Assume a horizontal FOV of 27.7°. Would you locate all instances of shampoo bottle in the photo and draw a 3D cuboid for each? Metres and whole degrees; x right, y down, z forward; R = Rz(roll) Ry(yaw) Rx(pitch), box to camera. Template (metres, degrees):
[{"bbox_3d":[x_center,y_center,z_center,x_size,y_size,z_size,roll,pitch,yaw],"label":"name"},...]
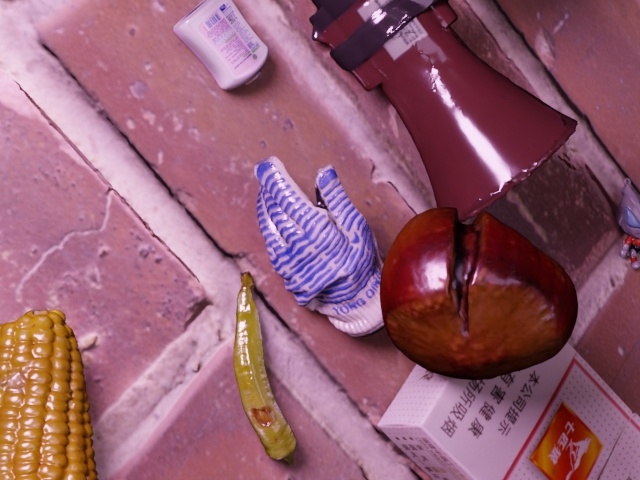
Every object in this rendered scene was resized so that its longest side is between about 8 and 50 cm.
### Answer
[{"bbox_3d":[-0.099,-0.206,1.364,0.099,0.043,0.072,51,61,-16],"label":"shampoo bottle"}]

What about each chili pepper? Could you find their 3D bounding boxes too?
[{"bbox_3d":[-0.065,0.136,1.334,0.049,0.043,0.208,-13,89,-20],"label":"chili pepper"}]

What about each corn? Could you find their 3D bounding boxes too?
[{"bbox_3d":[-0.247,0.235,1.132,0.120,0.120,0.363,8,64,-31],"label":"corn"}]

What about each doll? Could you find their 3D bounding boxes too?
[{"bbox_3d":[0.399,-0.023,1.649,0.057,0.039,0.114,-13,102,1],"label":"doll"}]

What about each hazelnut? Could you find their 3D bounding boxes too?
[{"bbox_3d":[0.163,0.056,1.339,0.204,0.178,0.178,6,77,4],"label":"hazelnut"}]

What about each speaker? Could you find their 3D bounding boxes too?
[{"bbox_3d":[0.148,-0.211,1.407,0.329,0.259,0.198,56,30,-9],"label":"speaker"}]

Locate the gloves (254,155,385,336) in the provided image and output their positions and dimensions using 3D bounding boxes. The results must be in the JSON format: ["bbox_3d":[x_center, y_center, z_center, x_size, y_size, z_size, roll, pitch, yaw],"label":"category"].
[{"bbox_3d":[0.002,0.004,1.358,0.119,0.097,0.229,-35,107,7],"label":"gloves"}]

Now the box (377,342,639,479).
[{"bbox_3d":[0.245,0.233,1.482,0.330,0.095,0.210,46,63,-19],"label":"box"}]
